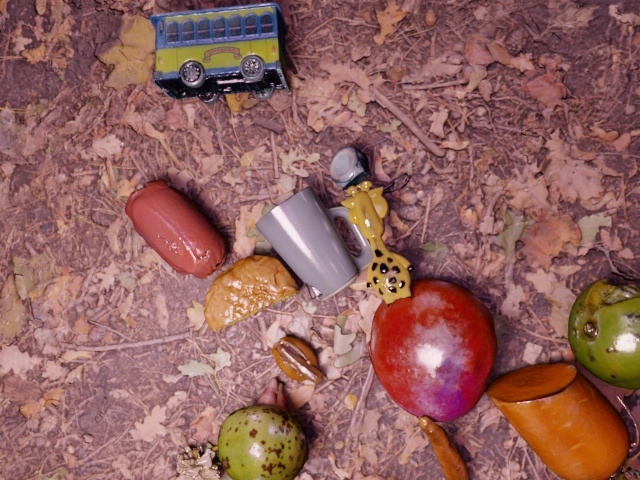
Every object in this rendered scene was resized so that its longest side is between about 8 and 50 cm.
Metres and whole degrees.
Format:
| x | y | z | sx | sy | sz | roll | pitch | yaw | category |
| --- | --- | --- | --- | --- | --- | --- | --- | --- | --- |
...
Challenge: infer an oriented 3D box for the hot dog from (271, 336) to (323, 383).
| x | y | z | sx | sy | sz | roll | pitch | yaw | category |
| --- | --- | --- | --- | --- | --- | --- | --- | --- | --- |
| -0.055 | 0.293 | 1.149 | 0.090 | 0.060 | 0.140 | -42 | 88 | 6 | hot dog |

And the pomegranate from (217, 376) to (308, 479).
| x | y | z | sx | sy | sz | roll | pitch | yaw | category |
| --- | --- | --- | --- | --- | --- | --- | --- | --- | --- |
| -0.127 | 0.438 | 1.096 | 0.214 | 0.214 | 0.247 | 4 | 51 | 5 | pomegranate |

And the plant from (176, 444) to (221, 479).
| x | y | z | sx | sy | sz | roll | pitch | yaw | category |
| --- | --- | --- | --- | --- | --- | --- | --- | --- | --- |
| -0.276 | 0.525 | 1.143 | 0.116 | 0.104 | 0.122 | 47 | 66 | -16 | plant |

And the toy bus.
| x | y | z | sx | sy | sz | roll | pitch | yaw | category |
| --- | --- | --- | --- | --- | --- | --- | --- | --- | --- |
| -0.238 | -0.449 | 1.156 | 0.313 | 0.152 | 0.190 | -4 | 88 | 4 | toy bus |

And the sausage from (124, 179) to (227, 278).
| x | y | z | sx | sy | sz | roll | pitch | yaw | category |
| --- | --- | --- | --- | --- | --- | --- | --- | --- | --- |
| -0.346 | -0.028 | 1.146 | 0.152 | 0.152 | 0.279 | -43 | 87 | 2 | sausage |

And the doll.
| x | y | z | sx | sy | sz | roll | pitch | yaw | category |
| --- | --- | --- | --- | --- | --- | --- | --- | --- | --- |
| 0.130 | 0.005 | 1.086 | 0.117 | 0.086 | 0.291 | -21 | 78 | 12 | doll |

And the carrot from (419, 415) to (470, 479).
| x | y | z | sx | sy | sz | roll | pitch | yaw | category |
| --- | --- | --- | --- | --- | --- | --- | --- | --- | --- |
| 0.279 | 0.472 | 1.067 | 0.059 | 0.059 | 0.247 | -28 | 114 | 3 | carrot |

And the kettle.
| x | y | z | sx | sy | sz | roll | pitch | yaw | category |
| --- | --- | --- | --- | --- | --- | --- | --- | --- | --- |
| 0.000 | 0.000 | 1.132 | 0.211 | 0.160 | 0.243 | -37 | 92 | -26 | kettle |

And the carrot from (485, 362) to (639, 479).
| x | y | z | sx | sy | sz | roll | pitch | yaw | category |
| --- | --- | --- | --- | --- | --- | --- | --- | --- | --- |
| 0.544 | 0.399 | 1.024 | 0.214 | 0.193 | 0.331 | -38 | 88 | -2 | carrot |

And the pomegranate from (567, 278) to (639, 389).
| x | y | z | sx | sy | sz | roll | pitch | yaw | category |
| --- | --- | --- | --- | --- | --- | --- | --- | --- | --- |
| 0.688 | 0.192 | 1.024 | 0.302 | 0.236 | 0.235 | -6 | 86 | -22 | pomegranate |

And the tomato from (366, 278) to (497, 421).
| x | y | z | sx | sy | sz | roll | pitch | yaw | category |
| --- | --- | --- | --- | --- | --- | --- | --- | --- | --- |
| 0.248 | 0.254 | 1.069 | 0.290 | 0.176 | 0.334 | 16 | 90 | 8 | tomato |

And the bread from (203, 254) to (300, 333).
| x | y | z | sx | sy | sz | roll | pitch | yaw | category |
| --- | --- | --- | --- | --- | --- | --- | --- | --- | --- |
| -0.172 | 0.119 | 1.135 | 0.229 | 0.143 | 0.139 | -26 | 74 | 0 | bread |

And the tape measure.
| x | y | z | sx | sy | sz | roll | pitch | yaw | category |
| --- | --- | --- | --- | --- | --- | --- | --- | --- | --- |
| 0.117 | -0.163 | 1.171 | 0.180 | 0.104 | 0.107 | 8 | 51 | -29 | tape measure |
